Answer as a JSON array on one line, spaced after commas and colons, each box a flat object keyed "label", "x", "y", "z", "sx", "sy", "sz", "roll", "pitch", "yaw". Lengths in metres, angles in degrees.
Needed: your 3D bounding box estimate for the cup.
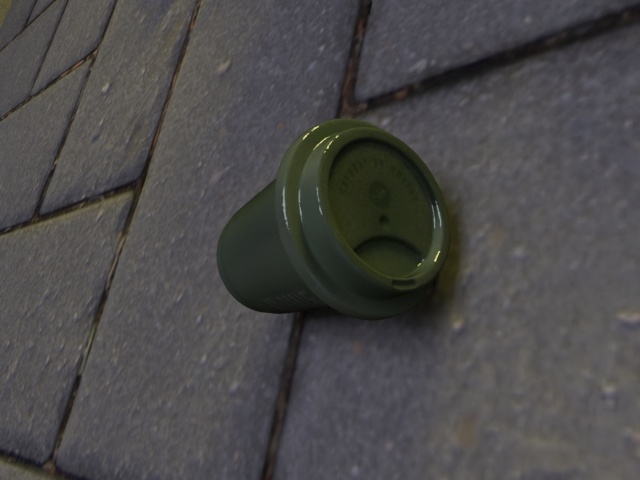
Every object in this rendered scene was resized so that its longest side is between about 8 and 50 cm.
[{"label": "cup", "x": 0.000, "y": 0.000, "z": 0.396, "sx": 0.141, "sy": 0.120, "sz": 0.120, "roll": -28, "pitch": 48, "yaw": 52}]
